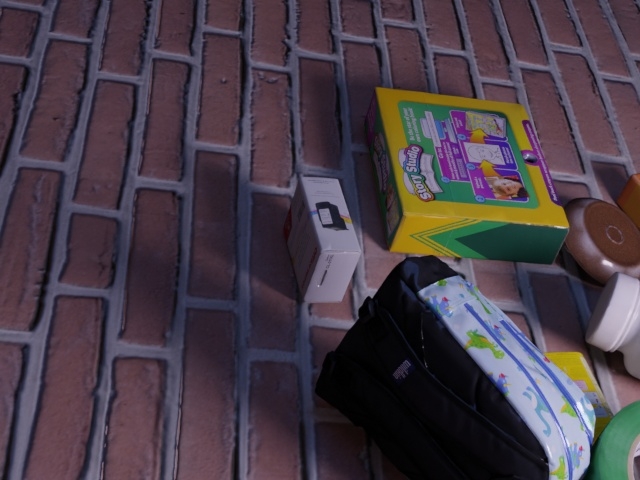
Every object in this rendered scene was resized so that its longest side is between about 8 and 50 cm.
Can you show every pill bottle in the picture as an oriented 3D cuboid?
[{"bbox_3d":[0.610,0.170,1.774,0.318,0.176,0.176,23,43,7],"label":"pill bottle"}]

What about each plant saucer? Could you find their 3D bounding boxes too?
[{"bbox_3d":[0.532,-0.004,1.990,0.198,0.036,0.199,18,51,-23],"label":"plant saucer"}]

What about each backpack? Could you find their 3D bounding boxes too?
[{"bbox_3d":[0.209,0.234,1.509,0.273,0.290,0.355,-2,42,-44],"label":"backpack"}]

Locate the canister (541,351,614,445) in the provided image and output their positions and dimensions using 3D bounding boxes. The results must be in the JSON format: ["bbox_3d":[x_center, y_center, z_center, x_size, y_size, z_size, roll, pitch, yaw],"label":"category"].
[{"bbox_3d":[0.389,0.259,1.689,0.126,0.073,0.170,0,44,-18],"label":"canister"}]

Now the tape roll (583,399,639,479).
[{"bbox_3d":[0.520,0.364,1.482,0.321,0.077,0.321,8,45,-8],"label":"tape roll"}]

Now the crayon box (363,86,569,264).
[{"bbox_3d":[0.262,-0.125,2.024,0.313,0.106,0.363,4,44,-12],"label":"crayon box"}]

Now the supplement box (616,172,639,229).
[{"bbox_3d":[0.674,-0.028,2.075,0.080,0.078,0.233,-6,48,-27],"label":"supplement box"}]

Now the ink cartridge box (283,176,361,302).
[{"bbox_3d":[0.000,0.000,1.794,0.072,0.127,0.175,2,46,-20],"label":"ink cartridge box"}]

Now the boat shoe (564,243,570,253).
[{"bbox_3d":[0.505,-0.021,2.038,0.049,0.043,0.137,34,44,21],"label":"boat shoe"}]
